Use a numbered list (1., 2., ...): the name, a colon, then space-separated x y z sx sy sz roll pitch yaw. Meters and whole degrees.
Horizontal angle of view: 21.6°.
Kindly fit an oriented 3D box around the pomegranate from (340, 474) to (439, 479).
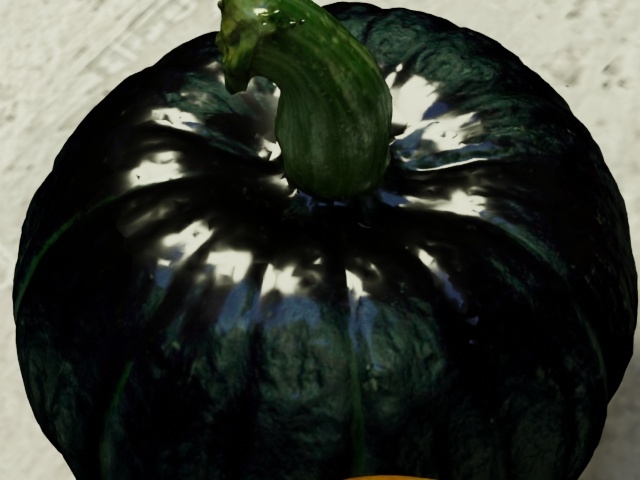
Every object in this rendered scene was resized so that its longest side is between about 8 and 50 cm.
1. pomegranate: 0.009 0.195 0.495 0.264 0.264 0.264 -8 54 12

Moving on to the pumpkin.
1. pumpkin: 0.000 0.000 0.638 0.248 0.248 0.248 -8 54 12
